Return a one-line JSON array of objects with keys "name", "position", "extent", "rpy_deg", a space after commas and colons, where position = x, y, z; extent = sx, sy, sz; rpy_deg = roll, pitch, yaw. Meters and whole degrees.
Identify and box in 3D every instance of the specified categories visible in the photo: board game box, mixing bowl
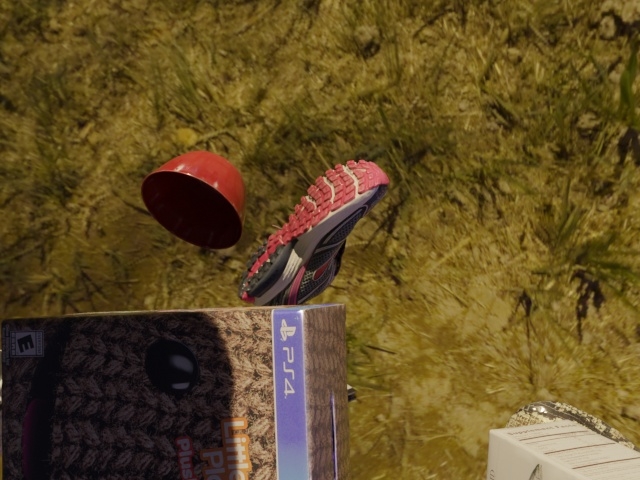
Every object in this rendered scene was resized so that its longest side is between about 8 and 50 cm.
[{"name": "board game box", "position": [-0.126, 0.179, 0.698], "extent": [0.290, 0.141, 0.232], "rpy_deg": [-4, 86, 16]}, {"name": "mixing bowl", "position": [-0.192, -0.081, 1.246], "extent": [0.181, 0.181, 0.098], "rpy_deg": [11, 52, 18]}]

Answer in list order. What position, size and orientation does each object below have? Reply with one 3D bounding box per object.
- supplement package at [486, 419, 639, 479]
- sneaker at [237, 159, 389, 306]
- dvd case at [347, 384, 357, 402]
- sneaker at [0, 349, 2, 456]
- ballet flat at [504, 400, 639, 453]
[{"name": "supplement package", "position": [0.245, 0.245, 0.692], "extent": [0.105, 0.179, 0.105], "rpy_deg": [0, 95, -24]}, {"name": "sneaker", "position": [0.000, 0.000, 1.142], "extent": [0.112, 0.121, 0.299], "rpy_deg": [32, 120, -21]}, {"name": "dvd case", "position": [-0.082, 0.187, 1.059], "extent": [0.221, 0.164, 0.018], "rpy_deg": [27, 116, 39]}, {"name": "sneaker", "position": [-0.494, 0.270, 1.021], "extent": [0.292, 0.118, 0.110], "rpy_deg": [-32, 38, 9]}, {"name": "ballet flat", "position": [0.416, 0.407, 0.949], "extent": [0.164, 0.182, 0.483], "rpy_deg": [-38, 101, 11]}]
